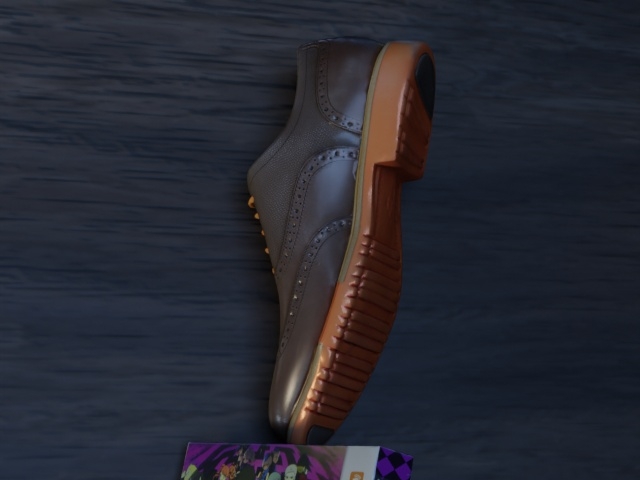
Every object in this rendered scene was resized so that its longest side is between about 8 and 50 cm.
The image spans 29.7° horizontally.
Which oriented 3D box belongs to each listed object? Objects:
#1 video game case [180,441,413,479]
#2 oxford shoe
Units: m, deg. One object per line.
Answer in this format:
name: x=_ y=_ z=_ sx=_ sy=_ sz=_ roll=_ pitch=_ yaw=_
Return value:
video game case: x=-0.039 y=0.254 z=0.882 sx=0.042 sy=0.232 sz=0.210 roll=24 pitch=69 yaw=-36
oxford shoe: x=0.000 y=0.000 z=1.037 sx=0.133 sy=0.130 sz=0.363 roll=10 pitch=78 yaw=19
